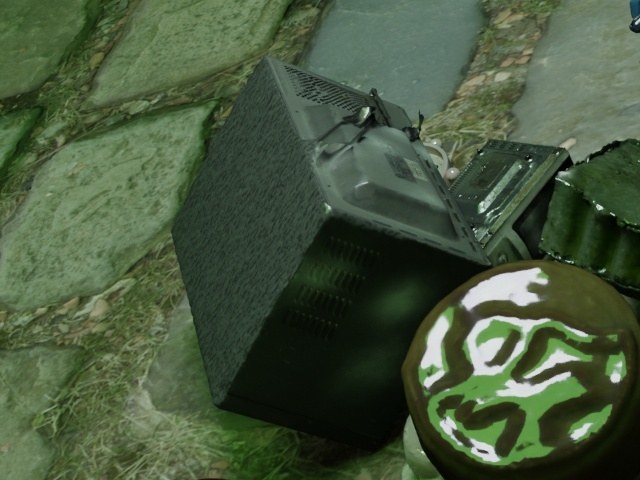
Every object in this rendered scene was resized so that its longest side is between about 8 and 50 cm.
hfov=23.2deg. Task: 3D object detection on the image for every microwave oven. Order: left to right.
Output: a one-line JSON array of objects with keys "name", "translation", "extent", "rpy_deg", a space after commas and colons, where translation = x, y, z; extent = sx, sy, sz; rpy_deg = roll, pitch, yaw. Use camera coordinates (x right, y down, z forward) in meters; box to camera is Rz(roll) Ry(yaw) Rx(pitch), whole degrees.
[{"name": "microwave oven", "translation": [0.000, 0.000, 2.049], "extent": [0.374, 0.236, 0.432], "rpy_deg": [-60, 26, 22]}, {"name": "microwave oven", "translation": [0.241, -0.031, 2.109], "extent": [0.163, 0.129, 0.205], "rpy_deg": [12, 53, 46]}]

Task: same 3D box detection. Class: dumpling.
[{"name": "dumpling", "translation": [0.169, 0.239, 1.855], "extent": [0.176, 0.092, 0.150], "rpy_deg": [-21, 41, 2]}]

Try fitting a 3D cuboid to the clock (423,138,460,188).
[{"name": "clock", "translation": [0.132, -0.075, 2.318], "extent": [0.156, 0.063, 0.229], "rpy_deg": [-28, 36, 2]}]

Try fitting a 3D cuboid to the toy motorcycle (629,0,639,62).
[{"name": "toy motorcycle", "translation": [0.501, -0.218, 2.041], "extent": [0.172, 0.232, 0.416], "rpy_deg": [-19, 36, 14]}]

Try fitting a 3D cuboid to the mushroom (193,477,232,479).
[{"name": "mushroom", "translation": [-0.167, 0.409, 1.853], "extent": [0.278, 0.163, 0.297], "rpy_deg": [-9, 39, 32]}]

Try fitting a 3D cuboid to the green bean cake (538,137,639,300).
[{"name": "green bean cake", "translation": [0.403, -0.013, 1.820], "extent": [0.241, 0.132, 0.255], "rpy_deg": [25, 28, 22]}]

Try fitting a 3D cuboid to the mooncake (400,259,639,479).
[{"name": "mooncake", "translation": [0.236, 0.162, 1.736], "extent": [0.284, 0.155, 0.284], "rpy_deg": [-9, 56, 13]}]
